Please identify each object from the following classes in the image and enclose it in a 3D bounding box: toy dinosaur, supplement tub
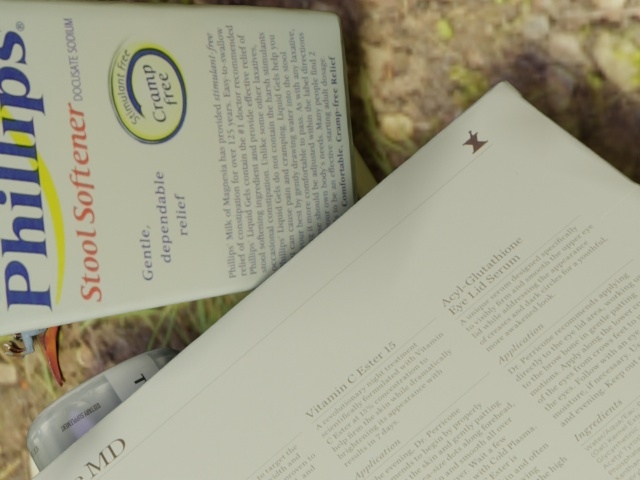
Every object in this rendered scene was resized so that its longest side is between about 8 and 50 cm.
[{"bbox_3d":[-0.193,0.042,0.900,0.090,0.047,0.082,37,108,-14],"label":"toy dinosaur"},{"bbox_3d":[-0.092,0.173,0.798,0.117,0.117,0.190,-39,76,29],"label":"supplement tub"}]

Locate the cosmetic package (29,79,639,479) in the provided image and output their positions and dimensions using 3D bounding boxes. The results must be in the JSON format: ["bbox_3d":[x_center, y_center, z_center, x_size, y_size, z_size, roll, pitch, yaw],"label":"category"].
[{"bbox_3d":[0.037,0.134,0.572,0.377,0.097,0.284,-40,48,-2],"label":"cosmetic package"}]

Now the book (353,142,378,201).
[{"bbox_3d":[0.000,0.000,0.772,0.096,0.035,0.144,-39,77,34],"label":"book"}]

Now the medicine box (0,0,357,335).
[{"bbox_3d":[-0.171,-0.036,0.692,0.263,0.289,0.149,-3,94,43],"label":"medicine box"}]
